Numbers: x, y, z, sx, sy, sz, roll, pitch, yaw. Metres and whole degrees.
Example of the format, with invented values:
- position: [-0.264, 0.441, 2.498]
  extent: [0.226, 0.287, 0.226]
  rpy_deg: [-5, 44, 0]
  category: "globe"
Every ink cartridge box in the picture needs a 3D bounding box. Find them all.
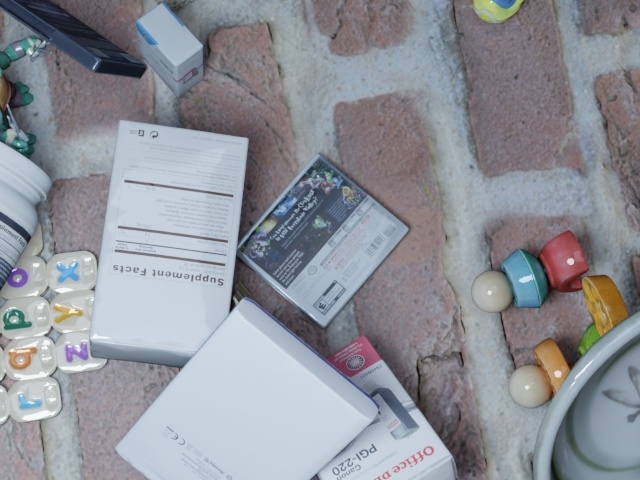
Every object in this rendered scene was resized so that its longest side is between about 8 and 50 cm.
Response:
- position: [0.055, 0.258, 1.597]
  extent: [0.159, 0.092, 0.218]
  rpy_deg: [-31, 59, -9]
  category: "ink cartridge box"
- position: [-0.212, -0.268, 1.728]
  extent: [0.052, 0.122, 0.088]
  rpy_deg: [-40, 82, -15]
  category: "ink cartridge box"

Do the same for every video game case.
- position: [-0.385, -0.313, 1.696]
  extent: [0.274, 0.196, 0.026]
  rpy_deg: [34, 100, 6]
  category: "video game case"
- position: [0.000, 0.000, 1.727]
  extent: [0.173, 0.022, 0.190]
  rpy_deg: [40, 79, 6]
  category: "video game case"

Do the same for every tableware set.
- position: [-0.075, 0.120, 1.629]
  extent: [0.020, 0.168, 0.141]
  rpy_deg: [-35, 95, 7]
  category: "tableware set"

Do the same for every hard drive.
- position: [-0.100, 0.236, 1.531]
  extent: [0.210, 0.318, 0.040]
  rpy_deg: [40, 35, -3]
  category: "hard drive"

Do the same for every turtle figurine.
- position: [-0.425, -0.198, 1.641]
  extent: [0.118, 0.234, 0.175]
  rpy_deg: [13, 75, -5]
  category: "turtle figurine"

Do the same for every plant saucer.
- position: [0.431, 0.208, 1.540]
  extent: [0.401, 0.400, 0.100]
  rpy_deg: [-24, 36, -8]
  category: "plant saucer"

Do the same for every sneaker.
- position: [0.306, -0.434, 1.790]
  extent: [0.091, 0.126, 0.240]
  rpy_deg: [25, 77, 3]
  category: "sneaker"

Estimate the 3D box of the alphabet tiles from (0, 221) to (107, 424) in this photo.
- position: [-0.439, 0.112, 1.679]
  extent: [0.278, 0.021, 0.284]
  rpy_deg: [-8, 77, -7]
  category: "alphabet tiles"

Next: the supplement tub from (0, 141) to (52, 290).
- position: [-0.489, 0.001, 1.592]
  extent: [0.191, 0.191, 0.272]
  rpy_deg: [26, 75, 3]
  category: "supplement tub"

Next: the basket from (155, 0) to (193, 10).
- position: [-0.216, -0.409, 1.742]
  extent: [0.103, 0.167, 0.113]
  rpy_deg: [-33, 80, -3]
  category: "basket"

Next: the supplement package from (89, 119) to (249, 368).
- position: [-0.203, 0.013, 1.628]
  extent: [0.175, 0.177, 0.292]
  rpy_deg: [8, 77, -9]
  category: "supplement package"

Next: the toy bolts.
- position: [0.302, 0.101, 1.640]
  extent: [0.159, 0.218, 0.228]
  rpy_deg: [-21, 61, -1]
  category: "toy bolts"
